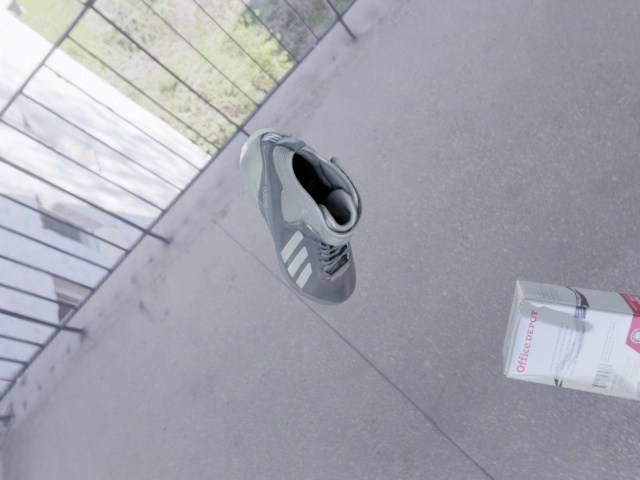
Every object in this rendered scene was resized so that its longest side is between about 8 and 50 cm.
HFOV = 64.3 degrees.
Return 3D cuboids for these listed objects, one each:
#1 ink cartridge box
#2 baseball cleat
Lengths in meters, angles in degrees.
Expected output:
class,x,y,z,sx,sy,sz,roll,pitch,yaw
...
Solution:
class,x,y,z,sx,sy,sz,roll,pitch,yaw
ink cartridge box,0.300,0.114,0.600,0.150,0.063,0.109,8,112,12
baseball cleat,0.000,0.000,0.442,0.072,0.206,0.109,-45,41,-17
